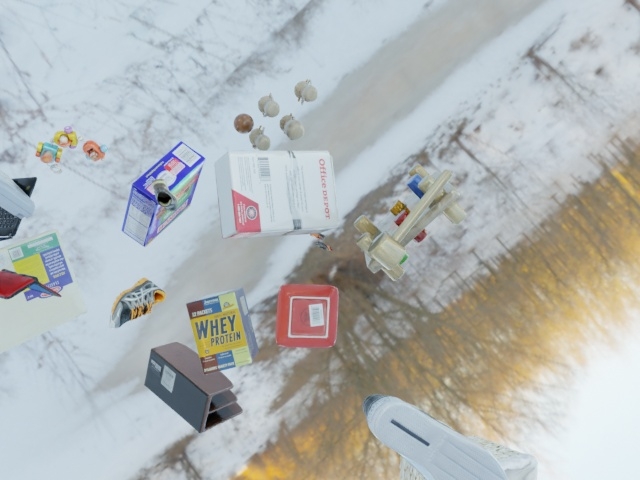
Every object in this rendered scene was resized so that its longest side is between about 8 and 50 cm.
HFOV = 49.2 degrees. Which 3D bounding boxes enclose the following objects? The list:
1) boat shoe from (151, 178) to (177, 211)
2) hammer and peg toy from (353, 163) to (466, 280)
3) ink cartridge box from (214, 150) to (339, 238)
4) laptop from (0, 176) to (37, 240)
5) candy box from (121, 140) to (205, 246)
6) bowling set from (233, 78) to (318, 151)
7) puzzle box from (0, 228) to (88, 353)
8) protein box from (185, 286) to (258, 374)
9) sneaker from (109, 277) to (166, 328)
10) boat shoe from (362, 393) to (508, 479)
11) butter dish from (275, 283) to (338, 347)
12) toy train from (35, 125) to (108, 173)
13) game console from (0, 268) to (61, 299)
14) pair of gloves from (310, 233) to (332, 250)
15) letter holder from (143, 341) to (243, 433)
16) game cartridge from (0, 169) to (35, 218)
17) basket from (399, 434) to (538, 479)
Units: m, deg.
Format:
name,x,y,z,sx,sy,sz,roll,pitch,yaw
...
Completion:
name,x,y,z,sx,sy,sz,roll,pitch,yaw
boat shoe,-0.451,-0.120,2.023,0.056,0.049,0.152,-14,152,3
hammer and peg toy,0.204,-0.038,1.549,0.266,0.127,0.361,-44,-170,9
ink cartridge box,-0.106,-0.113,1.713,0.273,0.197,0.114,-4,173,-27
laptop,-0.863,-0.066,1.711,0.136,0.234,0.264,48,48,-54
candy box,-0.558,-0.158,2.476,0.268,0.122,0.317,-51,179,-35
bowling set,-0.141,-0.325,1.900,0.287,0.200,0.154,-68,-158,13
puzzle box,-0.876,0.159,1.953,0.052,0.272,0.409,-6,-165,42
protein box,-0.267,0.244,1.941,0.136,0.199,0.201,-14,180,0
sneaker,-0.498,0.174,1.898,0.215,0.083,0.084,-54,166,-56
boat shoe,0.218,0.385,1.303,0.121,0.335,0.119,-48,-168,-1
butter dish,-0.044,0.191,1.799,0.160,0.160,0.118,3,179,-15
toy train,-0.607,-0.206,1.688,0.166,0.046,0.125,-20,133,15
game console,-0.713,0.122,1.650,0.124,0.144,0.085,-42,128,-43
pair of gloves,0.000,0.000,2.276,0.074,0.083,0.010,14,-127,48
letter holder,-0.408,0.474,2.359,0.214,0.302,0.152,-12,124,-50
game cartridge,-0.795,-0.158,1.635,0.062,0.297,0.198,-49,133,-10
basket,0.429,0.774,2.063,0.331,0.328,0.266,-1,-173,-29
